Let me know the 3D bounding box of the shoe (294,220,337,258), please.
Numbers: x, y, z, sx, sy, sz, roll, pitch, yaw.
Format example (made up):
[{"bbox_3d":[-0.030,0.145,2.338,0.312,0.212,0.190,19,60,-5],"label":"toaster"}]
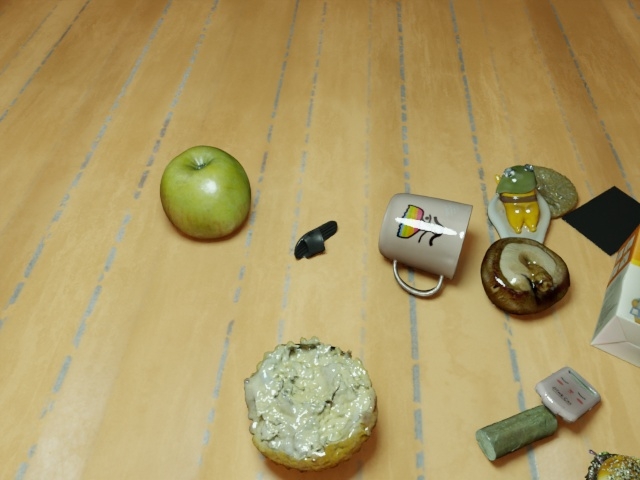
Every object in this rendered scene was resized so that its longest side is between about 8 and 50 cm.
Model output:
[{"bbox_3d":[0.000,0.000,1.395,0.053,0.062,0.159,28,50,35],"label":"shoe"}]

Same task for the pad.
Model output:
[{"bbox_3d":[0.827,-0.063,1.499,0.245,0.006,0.170,-27,56,-22],"label":"pad"}]

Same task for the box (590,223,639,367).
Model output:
[{"bbox_3d":[0.811,0.137,1.248,0.225,0.143,0.341,26,53,19],"label":"box"}]

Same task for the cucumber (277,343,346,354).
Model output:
[{"bbox_3d":[-0.019,0.252,1.202,0.163,0.039,0.043,-4,72,-2],"label":"cucumber"}]

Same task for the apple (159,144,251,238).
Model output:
[{"bbox_3d":[-0.307,-0.130,1.413,0.261,0.194,0.261,-3,46,4],"label":"apple"}]

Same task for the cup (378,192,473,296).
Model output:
[{"bbox_3d":[0.253,0.011,1.332,0.200,0.191,0.253,15,84,15],"label":"cup"}]

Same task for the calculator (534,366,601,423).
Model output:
[{"bbox_3d":[0.526,0.325,1.121,0.175,0.032,0.100,-9,45,-41],"label":"calculator"}]

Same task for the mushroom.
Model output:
[{"bbox_3d":[0.489,0.091,1.295,0.231,0.138,0.194,-6,36,-20],"label":"mushroom"}]

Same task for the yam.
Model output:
[{"bbox_3d":[0.399,0.391,1.078,0.169,0.068,0.068,-12,51,-21],"label":"yam"}]

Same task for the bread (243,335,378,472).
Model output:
[{"bbox_3d":[-0.017,0.335,1.064,0.274,0.149,0.274,-3,50,4],"label":"bread"}]

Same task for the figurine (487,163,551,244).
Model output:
[{"bbox_3d":[0.547,-0.104,1.422,0.166,0.141,0.250,-7,55,4],"label":"figurine"}]

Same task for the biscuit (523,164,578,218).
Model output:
[{"bbox_3d":[0.638,-0.144,1.546,0.220,0.033,0.220,-1,51,1],"label":"biscuit"}]

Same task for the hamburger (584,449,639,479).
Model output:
[{"bbox_3d":[0.588,0.478,0.984,0.189,0.093,0.164,27,50,11],"label":"hamburger"}]
